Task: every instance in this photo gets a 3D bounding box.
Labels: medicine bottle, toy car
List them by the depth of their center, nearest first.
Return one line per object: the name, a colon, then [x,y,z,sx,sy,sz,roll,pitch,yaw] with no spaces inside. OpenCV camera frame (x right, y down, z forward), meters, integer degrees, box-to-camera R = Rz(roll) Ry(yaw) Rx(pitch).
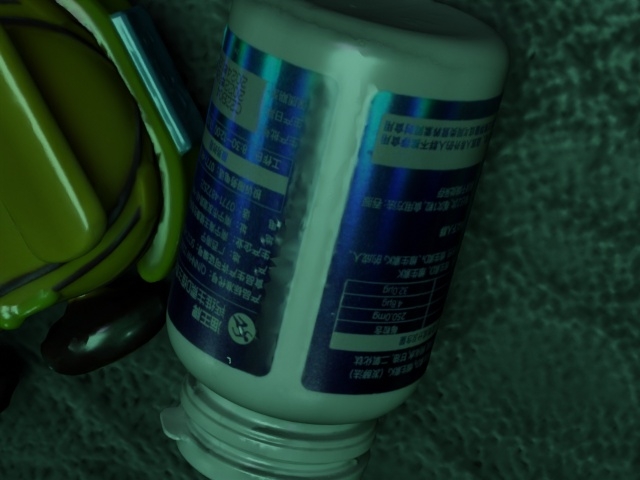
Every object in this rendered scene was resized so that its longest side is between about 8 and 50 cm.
medicine bottle: [0.000,0.000,0.588,0.107,0.107,0.191,17,110,10]
toy car: [-0.174,-0.010,0.613,0.248,0.142,0.200,-28,96,19]
